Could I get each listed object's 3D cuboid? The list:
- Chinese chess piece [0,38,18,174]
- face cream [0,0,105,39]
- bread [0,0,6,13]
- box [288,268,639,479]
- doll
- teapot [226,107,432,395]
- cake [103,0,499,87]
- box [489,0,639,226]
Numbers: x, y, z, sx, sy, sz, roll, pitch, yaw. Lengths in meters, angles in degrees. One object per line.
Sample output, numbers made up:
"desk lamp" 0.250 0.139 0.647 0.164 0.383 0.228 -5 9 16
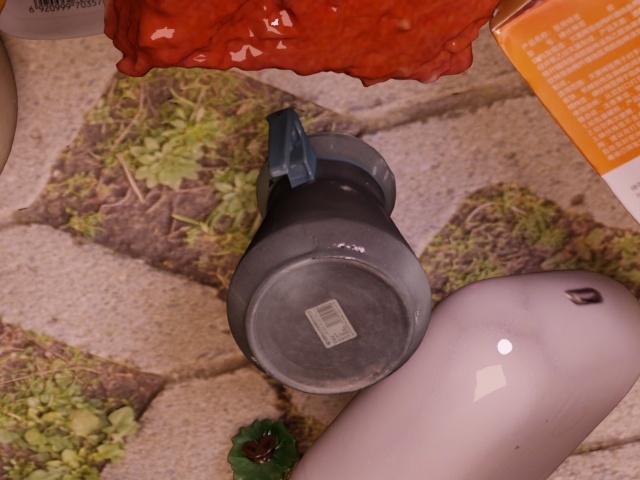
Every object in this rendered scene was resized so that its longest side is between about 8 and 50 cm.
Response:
"Chinese chess piece" -0.396 -0.120 1.503 0.273 0.102 0.273 0 125 0
"face cream" -0.228 -0.301 1.396 0.144 0.071 0.291 -7 124 6
"bread" -0.258 -0.260 1.286 0.091 0.142 0.305 31 133 5
"box" 0.135 0.170 1.605 0.288 0.141 0.349 -5 140 -53
"doll" -0.043 0.245 1.757 0.078 0.077 0.113 -21 122 4
"teapot" 0.000 0.000 1.505 0.171 0.225 0.203 -18 121 10
"cake" -0.024 -0.290 1.231 0.269 0.319 0.270 -1 132 -26
"box" 0.275 -0.139 1.406 0.143 0.225 0.341 -31 119 21
